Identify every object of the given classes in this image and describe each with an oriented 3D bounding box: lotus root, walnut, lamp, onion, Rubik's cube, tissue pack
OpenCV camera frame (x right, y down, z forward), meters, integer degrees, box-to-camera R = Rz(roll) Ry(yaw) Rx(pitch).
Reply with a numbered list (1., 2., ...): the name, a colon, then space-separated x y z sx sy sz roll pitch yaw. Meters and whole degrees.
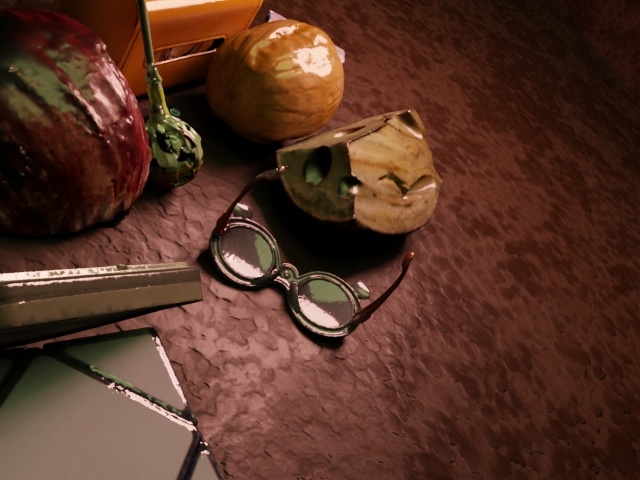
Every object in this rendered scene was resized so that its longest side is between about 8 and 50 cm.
1. lotus root: 0.063 -0.098 1.170 0.314 0.142 0.210 -12 87 -54
2. walnut: -0.070 -0.245 1.162 0.195 0.195 0.222 49 44 14
3. lamp: -0.261 0.064 0.575 0.269 0.267 0.047 0 79 -70
4. onion: -0.341 -0.148 0.843 0.280 0.146 0.314 -35 91 -44
5. Rubik's cube: -0.207 0.212 0.552 0.207 0.205 0.205 -4 53 -43
6. tissue pack: -0.241 -0.328 1.104 0.145 0.194 0.274 44 38 9

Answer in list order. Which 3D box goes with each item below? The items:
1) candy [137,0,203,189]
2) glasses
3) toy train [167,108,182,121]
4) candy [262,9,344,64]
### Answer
1. candy: -0.208 -0.214 0.956 0.091 0.305 0.083 -5 23 -6
2. glasses: 0.000 0.000 0.903 0.234 0.268 0.118 35 56 -6
3. toy train: -0.222 -0.159 1.080 0.045 0.029 0.092 6 48 -25
4. candy: -0.043 -0.337 1.359 0.160 0.092 0.073 26 33 -11
